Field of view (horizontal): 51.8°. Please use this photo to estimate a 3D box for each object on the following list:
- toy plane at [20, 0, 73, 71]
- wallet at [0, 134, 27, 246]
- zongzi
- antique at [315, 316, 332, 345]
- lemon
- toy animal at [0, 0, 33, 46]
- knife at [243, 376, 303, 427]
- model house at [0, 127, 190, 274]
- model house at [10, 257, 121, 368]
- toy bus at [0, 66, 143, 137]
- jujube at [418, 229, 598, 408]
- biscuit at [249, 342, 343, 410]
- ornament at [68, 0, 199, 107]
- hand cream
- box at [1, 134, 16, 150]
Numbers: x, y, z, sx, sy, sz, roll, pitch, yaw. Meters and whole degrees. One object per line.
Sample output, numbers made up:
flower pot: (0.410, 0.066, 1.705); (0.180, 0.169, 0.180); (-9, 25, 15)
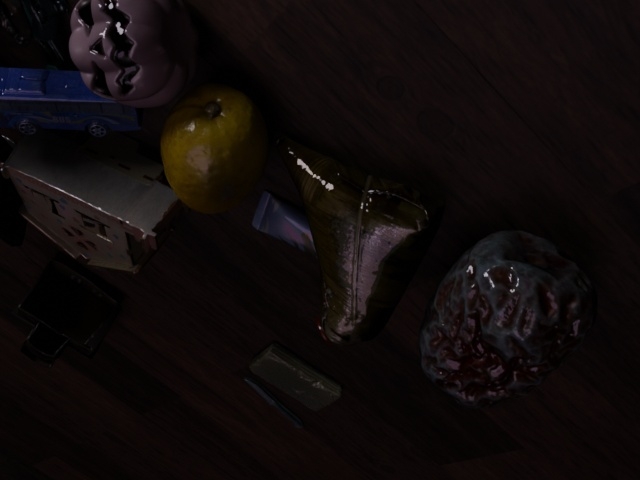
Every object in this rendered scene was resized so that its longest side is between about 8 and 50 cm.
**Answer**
toy plane: (-0.433, -0.336, 1.016); (0.096, 0.060, 0.235); (0, 130, 36)
wallet: (-0.581, -0.090, 1.203); (0.052, 0.168, 0.245); (3, 164, -7)
zongzi: (0.014, 0.001, 1.055); (0.288, 0.134, 0.285); (27, 112, 6)
antique: (0.047, 0.151, 1.249); (0.104, 0.104, 0.104); (13, 137, 13)
lemon: (-0.162, -0.137, 1.006); (0.170, 0.170, 0.207); (22, 142, 4)
toy animal: (-0.496, -0.344, 0.957); (0.148, 0.085, 0.233); (60, 155, -11)
knife: (-0.113, 0.404, 1.639); (0.028, 0.015, 0.210); (-19, 122, 44)
model house: (-0.394, -0.061, 1.210); (0.326, 0.169, 0.244); (25, 146, 7)
model house: (-0.613, 0.197, 1.554); (0.211, 0.204, 0.243); (36, 154, -12)
toy bus: (-0.403, -0.223, 1.038); (0.237, 0.079, 0.094); (0, 144, -10)
jujube: (0.282, 0.130, 1.031); (0.226, 0.226, 0.317); (22, 133, 3)
biscuit: (-0.058, 0.316, 1.506); (0.199, 0.040, 0.121); (35, 139, -11)
ornament: (-0.262, -0.272, 0.915); (0.178, 0.177, 0.177); (13, 137, 13)
hand cream: (0.000, 0.000, 1.161); (0.256, 0.055, 0.088); (28, 132, 6)
box: (-0.708, -0.150, 1.268); (0.243, 0.163, 0.135); (28, 129, -1)
